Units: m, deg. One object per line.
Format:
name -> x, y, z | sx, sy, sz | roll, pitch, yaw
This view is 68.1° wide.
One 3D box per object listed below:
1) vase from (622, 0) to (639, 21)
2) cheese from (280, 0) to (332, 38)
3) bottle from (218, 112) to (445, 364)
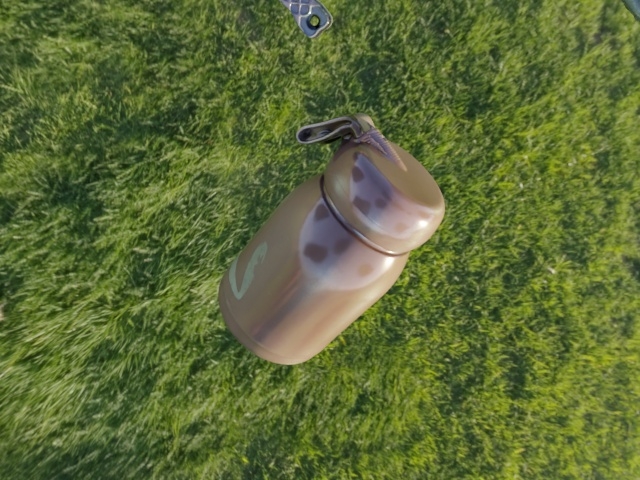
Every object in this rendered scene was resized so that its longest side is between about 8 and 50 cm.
vase -> 0.419, -0.296, 0.436 | 0.245, 0.245, 0.291 | 50, 37, -8
cheese -> -0.051, -0.282, 0.465 | 0.171, 0.092, 0.047 | 30, 31, -8
bottle -> 0.000, 0.000, 0.585 | 0.206, 0.297, 0.173 | 49, 35, 9
